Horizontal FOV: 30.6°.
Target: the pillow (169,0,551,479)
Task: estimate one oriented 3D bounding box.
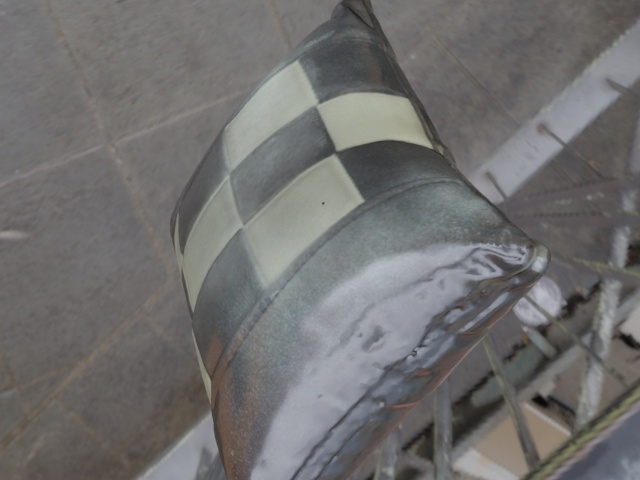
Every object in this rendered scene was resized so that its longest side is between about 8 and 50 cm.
[{"bbox_3d":[0.000,0.000,0.564,0.106,0.250,0.186,29,113,-31],"label":"pillow"}]
